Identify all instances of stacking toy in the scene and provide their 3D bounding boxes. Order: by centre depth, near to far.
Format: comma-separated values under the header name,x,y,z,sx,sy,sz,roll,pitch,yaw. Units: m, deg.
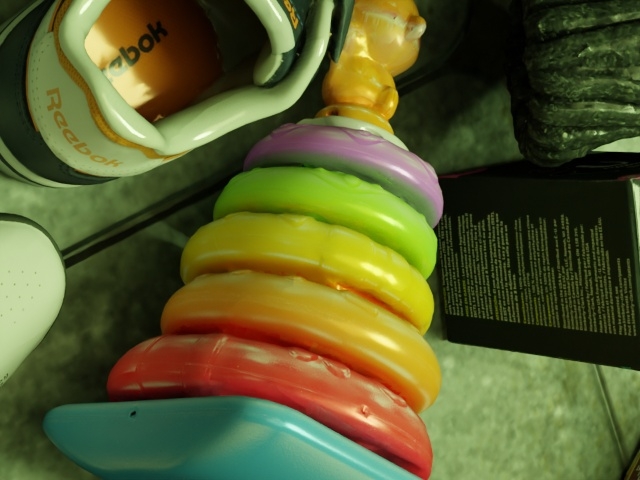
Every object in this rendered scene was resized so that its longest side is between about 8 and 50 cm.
name,x,y,z,sx,sy,sz,roll,pitch,yaw
stacking toy,0.000,0.000,0.851,0.165,0.175,0.302,33,62,-37

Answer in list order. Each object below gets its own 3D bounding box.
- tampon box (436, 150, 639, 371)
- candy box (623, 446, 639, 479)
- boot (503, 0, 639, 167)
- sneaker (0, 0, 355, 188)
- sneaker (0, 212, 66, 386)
name,x,y,z,sx,sy,sz,roll,pitch,yaw
tampon box,0.160,0.006,0.932,0.120,0.161,0.101,-10,99,-34
candy box,0.228,0.243,0.982,0.087,0.183,0.316,40,72,-29
boot,0.237,-0.125,0.981,0.260,0.348,0.131,-6,95,9
sneaker,-0.027,-0.145,0.819,0.126,0.127,0.321,49,66,-25
sneaker,-0.198,0.070,0.706,0.270,0.145,0.090,-27,108,-30
